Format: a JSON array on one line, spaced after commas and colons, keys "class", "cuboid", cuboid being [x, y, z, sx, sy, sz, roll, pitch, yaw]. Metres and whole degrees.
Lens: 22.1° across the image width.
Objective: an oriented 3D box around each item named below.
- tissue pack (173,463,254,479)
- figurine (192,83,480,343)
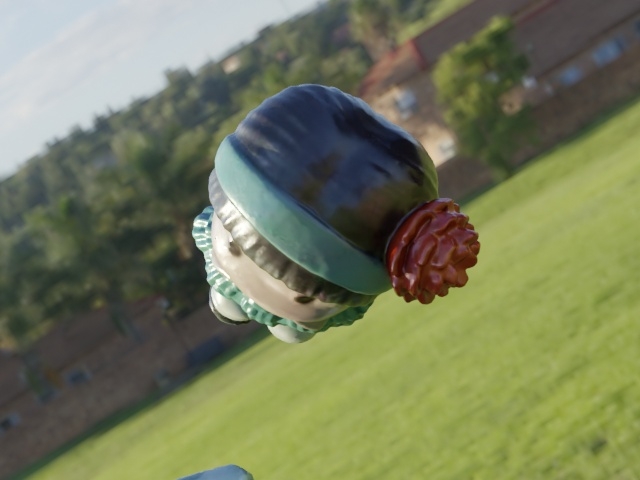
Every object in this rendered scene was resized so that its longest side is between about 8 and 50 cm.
[{"class": "tissue pack", "cuboid": [-0.100, 0.277, 0.715, 0.228, 0.311, 0.128, -15, -16, 0]}, {"class": "figurine", "cuboid": [0.000, 0.000, 0.893, 0.245, 0.138, 0.110, 123, 169, -73]}]
